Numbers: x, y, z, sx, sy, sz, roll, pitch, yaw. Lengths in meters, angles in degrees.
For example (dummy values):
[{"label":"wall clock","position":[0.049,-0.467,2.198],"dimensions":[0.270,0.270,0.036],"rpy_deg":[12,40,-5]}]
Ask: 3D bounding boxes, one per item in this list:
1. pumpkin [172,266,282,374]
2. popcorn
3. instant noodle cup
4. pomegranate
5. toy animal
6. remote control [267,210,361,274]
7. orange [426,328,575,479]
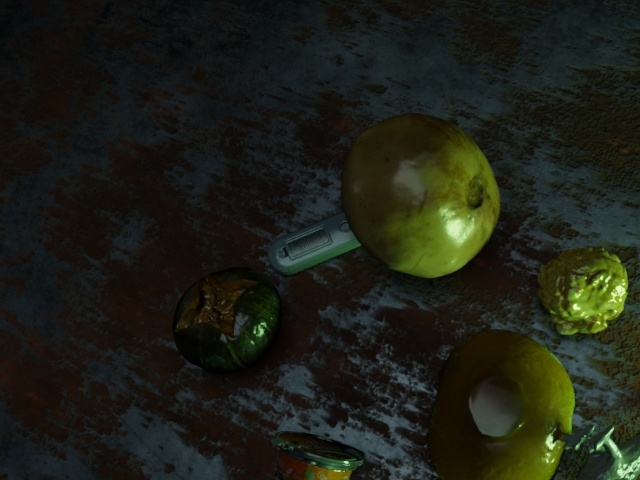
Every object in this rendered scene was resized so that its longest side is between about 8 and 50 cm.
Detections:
[{"label":"pumpkin","position":[-0.190,0.169,1.712],"dimensions":[0.237,0.159,0.238],"rpy_deg":[-14,52,19]},{"label":"popcorn","position":[0.515,0.096,1.621],"dimensions":[0.179,0.170,0.180],"rpy_deg":[2,57,-3]},{"label":"instant noodle cup","position":[-0.018,0.455,1.591],"dimensions":[0.208,0.177,0.126],"rpy_deg":[16,89,-17]},{"label":"pomegranate","position":[0.185,-0.086,1.661],"dimensions":[0.338,0.338,0.338],"rpy_deg":[-3,71,9]},{"label":"toy animal","position":[0.529,0.406,1.507],"dimensions":[0.367,0.206,0.081],"rpy_deg":[-51,28,-8]},{"label":"remote control","position":[0.000,0.000,1.797],"dimensions":[0.244,0.047,0.087],"rpy_deg":[-23,66,0]},{"label":"orange","position":[0.348,0.332,1.567],"dimensions":[0.262,0.196,0.335],"rpy_deg":[22,69,3]}]
